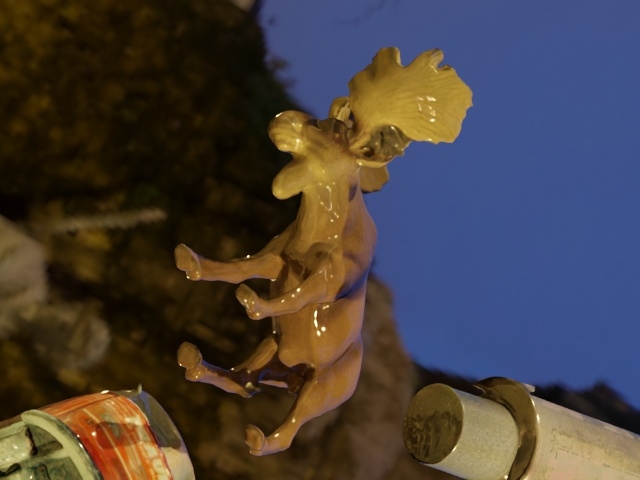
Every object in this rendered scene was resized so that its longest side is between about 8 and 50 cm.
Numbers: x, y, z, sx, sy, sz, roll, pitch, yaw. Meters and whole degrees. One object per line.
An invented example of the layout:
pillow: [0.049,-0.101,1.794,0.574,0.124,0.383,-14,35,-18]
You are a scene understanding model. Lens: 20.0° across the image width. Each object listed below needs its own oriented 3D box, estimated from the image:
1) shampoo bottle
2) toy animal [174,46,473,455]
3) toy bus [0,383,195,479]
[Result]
shampoo bottle: [0.134,0.126,1.012,0.072,0.214,0.072,-24,-124,41]
toy animal: [0.000,0.000,1.037,0.094,0.186,0.214,28,-51,37]
toy bus: [-0.181,0.158,1.033,0.265,0.121,0.120,-22,179,38]
